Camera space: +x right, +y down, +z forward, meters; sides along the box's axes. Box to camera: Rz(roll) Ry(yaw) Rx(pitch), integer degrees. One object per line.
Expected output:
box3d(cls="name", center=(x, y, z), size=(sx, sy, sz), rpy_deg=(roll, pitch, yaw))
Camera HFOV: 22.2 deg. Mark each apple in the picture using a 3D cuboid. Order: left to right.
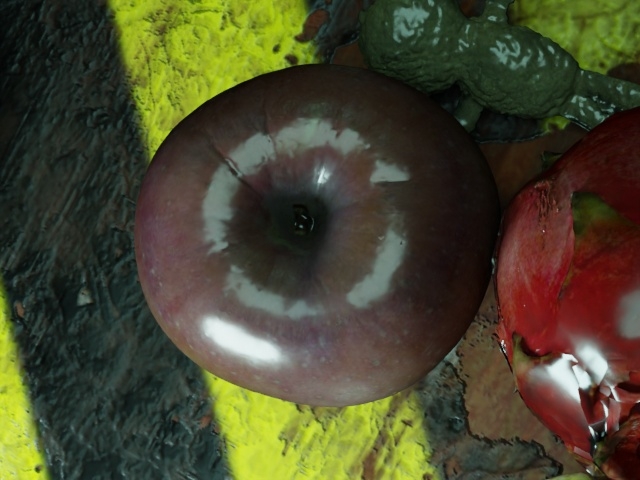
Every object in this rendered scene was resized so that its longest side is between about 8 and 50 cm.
box3d(cls="apple", center=(0.000, 0.000, 1.343), size=(0.306, 0.235, 0.305), rpy_deg=(-2, 81, 14))

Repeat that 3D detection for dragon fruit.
box3d(cls="dragon fruit", center=(0.277, 0.045, 1.241), size=(0.296, 0.301, 0.295), rpy_deg=(0, 127, 0))

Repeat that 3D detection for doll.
box3d(cls="doll", center=(0.173, -0.150, 1.393), size=(0.286, 0.091, 0.202), rpy_deg=(-2, 117, 25))

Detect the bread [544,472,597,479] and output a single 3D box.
box3d(cls="bread", center=(0.209, 0.283, 1.293), size=(0.197, 0.170, 0.197), rpy_deg=(-2, 83, 13))
